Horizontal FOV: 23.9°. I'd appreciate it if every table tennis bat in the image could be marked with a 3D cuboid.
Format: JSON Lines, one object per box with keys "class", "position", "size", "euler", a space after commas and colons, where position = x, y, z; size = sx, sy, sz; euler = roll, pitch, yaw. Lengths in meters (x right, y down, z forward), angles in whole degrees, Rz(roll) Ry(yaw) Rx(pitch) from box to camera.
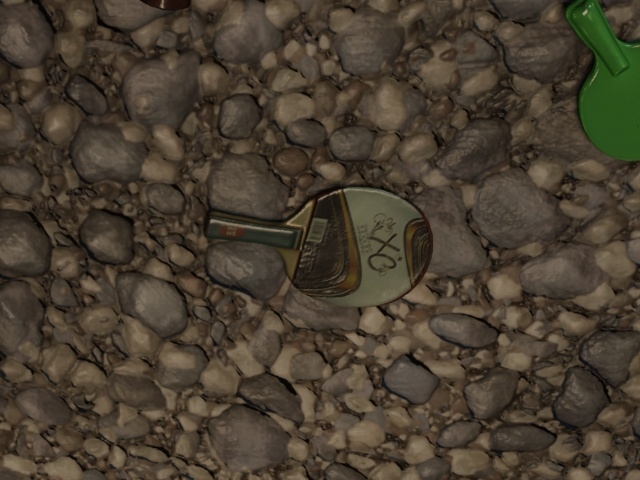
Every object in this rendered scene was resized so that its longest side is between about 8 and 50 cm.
{"class": "table tennis bat", "position": [0.378, -0.205, 1.874], "size": [0.160, 0.039, 0.257], "euler": [-34, 122, 11]}
{"class": "table tennis bat", "position": [0.000, 0.000, 1.935], "size": [0.301, 0.022, 0.173], "euler": [10, 115, -15]}

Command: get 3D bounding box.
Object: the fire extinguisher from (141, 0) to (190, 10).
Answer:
{"class": "fire extinguisher", "position": [-0.173, -0.394, 1.677], "size": [0.089, 0.072, 0.268], "euler": [8, 116, -4]}
